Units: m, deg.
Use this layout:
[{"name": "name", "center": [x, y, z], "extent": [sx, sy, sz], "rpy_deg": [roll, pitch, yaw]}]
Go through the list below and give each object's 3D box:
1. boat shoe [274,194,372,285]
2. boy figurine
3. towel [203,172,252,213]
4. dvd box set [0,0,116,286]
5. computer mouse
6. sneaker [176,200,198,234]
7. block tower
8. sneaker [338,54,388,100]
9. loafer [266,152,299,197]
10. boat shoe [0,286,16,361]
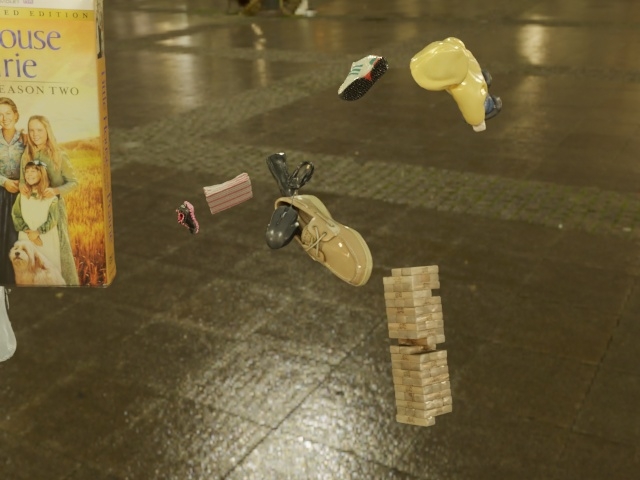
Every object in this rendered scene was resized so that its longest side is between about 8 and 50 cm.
[{"name": "boat shoe", "center": [0.000, 0.000, 1.889], "extent": [0.110, 0.121, 0.341], "rpy_deg": [2, 29, -39]}, {"name": "boy figurine", "center": [0.244, -0.274, 1.348], "extent": [0.092, 0.177, 0.285], "rpy_deg": [-24, -12, 24]}, {"name": "towel", "center": [-0.283, -0.146, 2.375], "extent": [0.144, 0.029, 0.197], "rpy_deg": [-22, -14, -8]}, {"name": "dvd box set", "center": [-0.453, -0.138, 1.079], "extent": [0.308, 0.420, 0.062], "rpy_deg": [2, 19, -6]}, {"name": "computer mouse", "center": [-0.075, -0.091, 1.884], "extent": [0.071, 0.242, 0.041], "rpy_deg": [13, -15, 23]}, {"name": "sneaker", "center": [-0.413, -0.062, 2.359], "extent": [0.057, 0.119, 0.047], "rpy_deg": [-36, 45, -29]}, {"name": "block tower", "center": [0.213, 0.226, 1.678], "extent": [0.097, 0.335, 0.091], "rpy_deg": [-2, -3, -40]}, {"name": "sneaker", "center": [0.096, -0.418, 1.966], "extent": [0.161, 0.057, 0.075], "rpy_deg": [-44, 43, -13]}, {"name": "loafer", "center": [-0.103, -0.191, 2.479], "extent": [0.078, 0.076, 0.223], "rpy_deg": [-25, 67, -4]}, {"name": "boat shoe", "center": [-0.822, 0.146, 1.900], "extent": [0.113, 0.306, 0.105], "rpy_deg": [-20, 7, -24]}]
